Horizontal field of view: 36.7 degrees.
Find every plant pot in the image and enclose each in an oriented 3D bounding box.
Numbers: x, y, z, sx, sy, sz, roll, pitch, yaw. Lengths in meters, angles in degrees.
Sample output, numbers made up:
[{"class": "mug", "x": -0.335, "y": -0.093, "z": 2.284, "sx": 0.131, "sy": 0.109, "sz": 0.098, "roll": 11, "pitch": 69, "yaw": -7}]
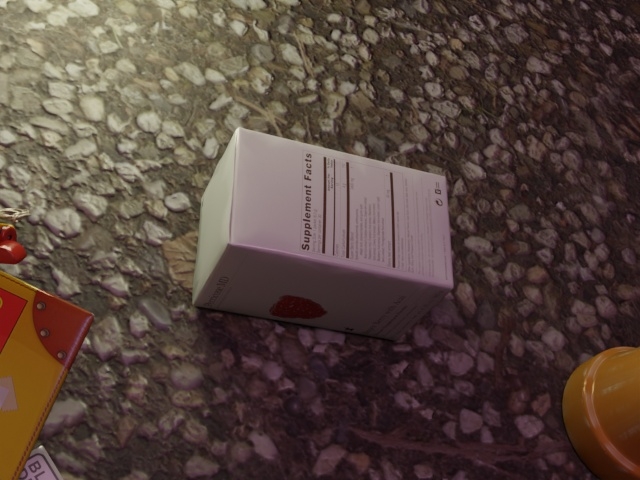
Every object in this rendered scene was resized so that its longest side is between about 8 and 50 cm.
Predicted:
[{"class": "plant pot", "x": 0.471, "y": 0.223, "z": 1.324, "sx": 0.205, "sy": 0.188, "sz": 0.205, "roll": 11, "pitch": 58, "yaw": -18}]

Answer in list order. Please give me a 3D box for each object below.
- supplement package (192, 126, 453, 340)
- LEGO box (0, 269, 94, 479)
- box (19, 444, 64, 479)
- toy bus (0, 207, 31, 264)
[{"class": "supplement package", "x": 0.000, "y": 0.000, "z": 1.255, "sx": 0.293, "sy": 0.177, "sz": 0.175, "roll": 11, "pitch": 58, "yaw": -17}, {"class": "LEGO box", "x": -0.467, "y": 0.219, "z": 0.778, "sx": 0.373, "sy": 0.193, "sz": 0.500, "roll": 28, "pitch": 54, "yaw": -14}, {"class": "box", "x": -0.364, "y": 0.349, "z": 0.943, "sx": 0.290, "sy": 0.087, "sz": 0.169, "roll": -26, "pitch": 75, "yaw": -34}, {"class": "toy bus", "x": -0.420, "y": 0.037, "z": 1.092, "sx": 0.202, "sy": 0.191, "sz": 0.104, "roll": -3, "pitch": 106, "yaw": -25}]
